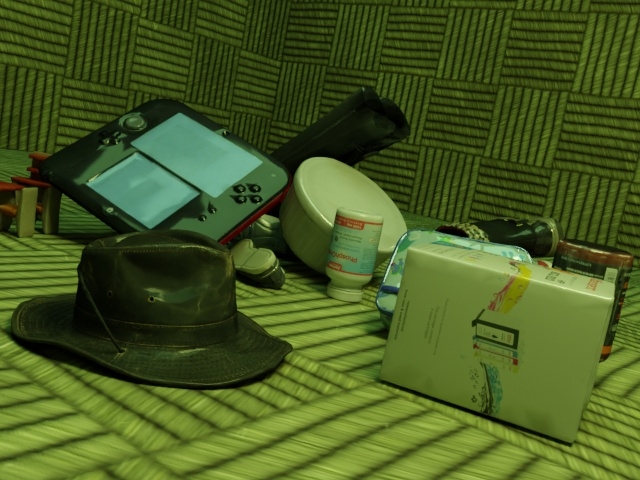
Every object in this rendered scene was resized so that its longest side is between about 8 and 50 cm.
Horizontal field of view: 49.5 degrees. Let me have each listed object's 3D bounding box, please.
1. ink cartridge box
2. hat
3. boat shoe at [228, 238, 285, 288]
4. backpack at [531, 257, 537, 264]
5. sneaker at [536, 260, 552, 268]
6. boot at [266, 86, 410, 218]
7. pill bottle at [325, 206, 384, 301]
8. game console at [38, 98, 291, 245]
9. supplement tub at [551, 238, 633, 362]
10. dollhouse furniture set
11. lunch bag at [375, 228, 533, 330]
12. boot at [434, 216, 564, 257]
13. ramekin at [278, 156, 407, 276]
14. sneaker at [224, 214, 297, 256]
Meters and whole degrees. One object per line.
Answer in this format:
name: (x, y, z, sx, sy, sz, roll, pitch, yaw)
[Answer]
ink cartridge box: (0.221, 0.109, 0.847, 0.232, 0.168, 0.171, 15, 8, 23)
hat: (-0.187, 0.054, 0.835, 0.331, 0.134, 0.331, 10, 7, -1)
boat shoe: (-0.127, 0.048, 1.286, 0.065, 0.075, 0.206, 54, -18, -23)
backpack: (0.304, 0.090, 1.197, 0.188, 0.144, 0.166, 7, 5, -37)
sneaker: (0.499, 0.088, 1.659, 0.128, 0.087, 0.221, 10, 7, -13)
boot: (0.016, -0.191, 1.665, 0.445, 0.146, 0.367, -33, -8, 26)
pill bottle: (0.057, 0.025, 1.245, 0.087, 0.160, 0.087, 10, 8, -1)
game console: (-0.288, -0.127, 1.344, 0.386, 0.060, 0.342, 32, 46, 20)
supplement tub: (0.369, 0.102, 0.986, 0.106, 0.198, 0.106, 10, 9, -2)
dollhouse furniture set: (-0.624, -0.108, 1.366, 0.262, 0.135, 0.259, 12, 8, 13)
lunch bag: (0.202, 0.081, 1.043, 0.219, 0.176, 0.090, 15, -30, 25)
boot: (0.407, 0.014, 1.824, 0.284, 0.138, 0.377, -5, 0, -25)
ramekin: (0.037, -0.037, 1.433, 0.273, 0.127, 0.273, 27, 32, -19)
sneaker: (-0.133, -0.014, 1.574, 0.297, 0.111, 0.129, 15, -7, 1)
